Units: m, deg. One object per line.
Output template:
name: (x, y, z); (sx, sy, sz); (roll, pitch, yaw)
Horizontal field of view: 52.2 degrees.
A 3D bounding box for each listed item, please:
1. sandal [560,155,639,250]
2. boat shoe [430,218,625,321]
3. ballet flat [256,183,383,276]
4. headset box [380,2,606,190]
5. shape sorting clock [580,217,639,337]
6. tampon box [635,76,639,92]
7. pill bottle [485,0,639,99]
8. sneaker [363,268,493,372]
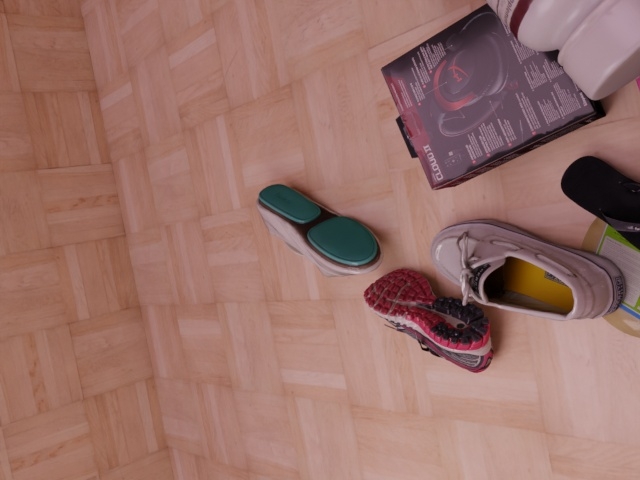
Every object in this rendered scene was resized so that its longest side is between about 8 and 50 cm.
sandal: (0.434, -0.044, 0.904); (0.254, 0.054, 0.097); (37, 100, 47)
boat shoe: (0.280, 0.056, 1.056); (0.367, 0.156, 0.136); (24, 117, 52)
ballet flat: (0.000, 0.000, 1.420); (0.400, 0.139, 0.139); (34, 123, 44)
headset box: (0.247, -0.223, 1.010); (0.293, 0.110, 0.218); (-26, 83, 31)
shape sorting clock: (0.469, 0.039, 0.943); (0.206, 0.040, 0.206); (19, 113, 55)
tampon box: (0.495, -0.151, 0.820); (0.120, 0.101, 0.161); (-19, 85, 49)
pill bottle: (0.280, -0.378, 0.790); (0.392, 0.224, 0.224); (55, 135, 13)
sneaker: (0.194, 0.153, 1.236); (0.299, 0.121, 0.112); (33, 153, 48)
